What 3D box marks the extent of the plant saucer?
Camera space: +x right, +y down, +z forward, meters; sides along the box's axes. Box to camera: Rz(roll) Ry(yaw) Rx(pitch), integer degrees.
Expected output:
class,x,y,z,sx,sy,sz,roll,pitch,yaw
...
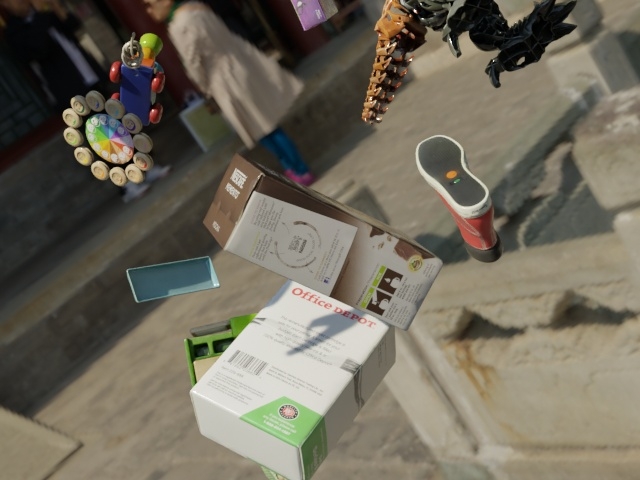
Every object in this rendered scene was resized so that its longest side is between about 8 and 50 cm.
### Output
class,x,y,z,sx,sy,sz,roll,pitch,yaw
plant saucer,-0.279,0.075,1.979,0.192,0.067,0.018,-9,-18,-43

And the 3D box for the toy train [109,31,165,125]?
class,x,y,z,sx,sy,sz,roll,pitch,yaw
toy train,-0.351,-0.362,2.082,0.248,0.105,0.143,106,177,-51

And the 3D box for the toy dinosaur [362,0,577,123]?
class,x,y,z,sx,sy,sz,roll,pitch,yaw
toy dinosaur,0.151,-0.274,1.151,0.164,0.322,0.218,-1,28,-33

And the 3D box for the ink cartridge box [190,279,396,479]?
class,x,y,z,sx,sy,sz,roll,pitch,yaw
ink cartridge box,-0.035,0.219,1.684,0.211,0.121,0.289,22,51,26

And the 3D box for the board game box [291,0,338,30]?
class,x,y,z,sx,sy,sz,roll,pitch,yaw
board game box,-0.069,-0.521,1.717,0.056,0.347,0.208,-22,13,16

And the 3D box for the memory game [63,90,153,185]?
class,x,y,z,sx,sy,sz,roll,pitch,yaw
memory game,-0.369,-0.172,1.806,0.186,0.186,0.012,-22,21,39

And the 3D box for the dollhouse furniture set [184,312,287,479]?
class,x,y,z,sx,sy,sz,roll,pitch,yaw
dollhouse furniture set,-0.148,0.299,1.845,0.151,0.301,0.197,-11,-12,-3

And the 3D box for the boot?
class,x,y,z,sx,sy,sz,roll,pitch,yaw
boot,0.253,-0.070,1.897,0.088,0.176,0.244,-25,42,0

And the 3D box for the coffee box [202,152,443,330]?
class,x,y,z,sx,sy,sz,roll,pitch,yaw
coffee box,0.000,0.000,1.475,0.119,0.297,0.168,-63,22,6
